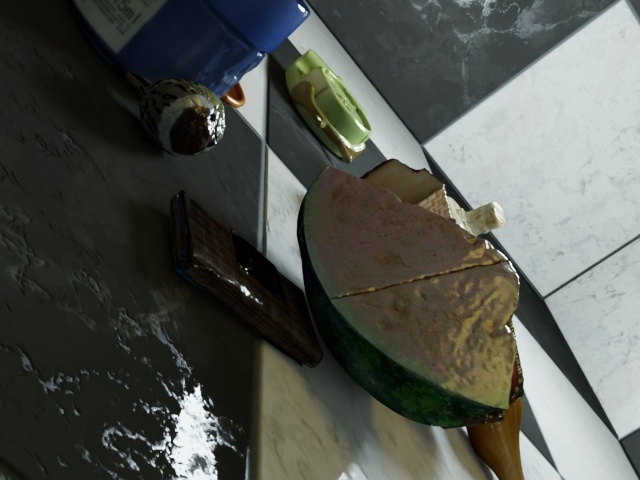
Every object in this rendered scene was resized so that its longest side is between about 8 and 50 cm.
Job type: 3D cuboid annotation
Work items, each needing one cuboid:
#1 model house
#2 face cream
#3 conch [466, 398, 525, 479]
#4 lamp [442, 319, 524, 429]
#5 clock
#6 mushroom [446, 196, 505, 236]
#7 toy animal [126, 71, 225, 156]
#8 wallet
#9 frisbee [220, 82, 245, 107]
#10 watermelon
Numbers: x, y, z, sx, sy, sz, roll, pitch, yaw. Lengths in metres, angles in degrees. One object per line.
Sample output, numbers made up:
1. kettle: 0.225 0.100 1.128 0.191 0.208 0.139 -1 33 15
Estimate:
1. model house: 0.174 -0.052 1.779 0.183 0.166 0.172 48 -10 49
2. face cream: -0.174 -0.321 1.129 0.249 0.225 0.249 47 14 -16
3. conch: 0.286 0.328 1.375 0.093 0.109 0.330 6 61 -19
4. lamp: 0.202 0.140 1.264 0.177 0.177 0.274 16 62 -67
5. clock: 0.027 -0.293 1.943 0.235 0.096 0.308 47 17 -27
6. mushroom: 0.368 -0.040 2.258 0.206 0.209 0.206 22 35 -16
7. toy animal: -0.179 -0.155 1.009 0.137 0.098 0.098 34 19 -11
8. wallet: -0.081 0.046 0.947 0.230 0.042 0.124 40 22 -38
9. frisbee: -0.192 -0.287 1.362 0.192 0.035 0.192 50 15 -19
10. watermelon: 0.089 0.103 1.100 0.319 0.222 0.292 21 49 7
